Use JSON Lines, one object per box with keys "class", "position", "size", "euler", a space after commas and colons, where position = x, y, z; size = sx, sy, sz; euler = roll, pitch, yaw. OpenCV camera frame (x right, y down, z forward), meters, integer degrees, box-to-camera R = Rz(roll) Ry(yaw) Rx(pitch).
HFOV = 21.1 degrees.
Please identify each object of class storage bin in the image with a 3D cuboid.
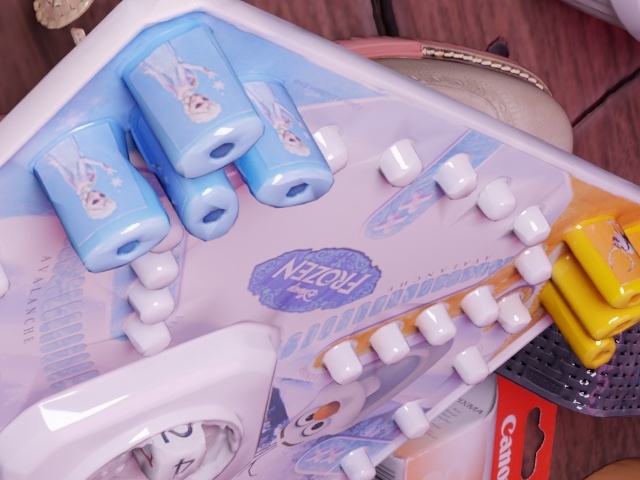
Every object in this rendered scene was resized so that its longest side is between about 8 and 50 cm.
{"class": "storage bin", "position": [0.172, 0.042, 1.013], "size": [0.180, 0.122, 0.084], "euler": [3, 108, -46]}

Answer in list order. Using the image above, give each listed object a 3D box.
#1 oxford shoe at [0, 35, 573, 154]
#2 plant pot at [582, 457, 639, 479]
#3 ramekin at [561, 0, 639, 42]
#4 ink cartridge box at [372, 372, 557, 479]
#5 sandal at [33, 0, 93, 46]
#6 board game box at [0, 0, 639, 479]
{"class": "oxford shoe", "position": [0.000, 0.000, 0.799], "size": [0.397, 0.146, 0.141], "euler": [-18, 123, -39]}
{"class": "plant pot", "position": [0.257, 0.277, 1.162], "size": [0.291, 0.203, 0.291], "euler": [-23, 126, -36]}
{"class": "ramekin", "position": [0.177, -0.207, 0.892], "size": [0.207, 0.109, 0.207], "euler": [-27, 128, -39]}
{"class": "ink cartridge box", "position": [0.097, 0.158, 1.059], "size": [0.179, 0.045, 0.145], "euler": [-18, 123, -36]}
{"class": "sandal", "position": [-0.070, -0.144, 0.727], "size": [0.240, 0.088, 0.079], "euler": [-45, 105, -29]}
{"class": "board game box", "position": [-0.067, 0.093, 0.680], "size": [0.390, 0.050, 0.390], "euler": [-42, 153, 19]}
